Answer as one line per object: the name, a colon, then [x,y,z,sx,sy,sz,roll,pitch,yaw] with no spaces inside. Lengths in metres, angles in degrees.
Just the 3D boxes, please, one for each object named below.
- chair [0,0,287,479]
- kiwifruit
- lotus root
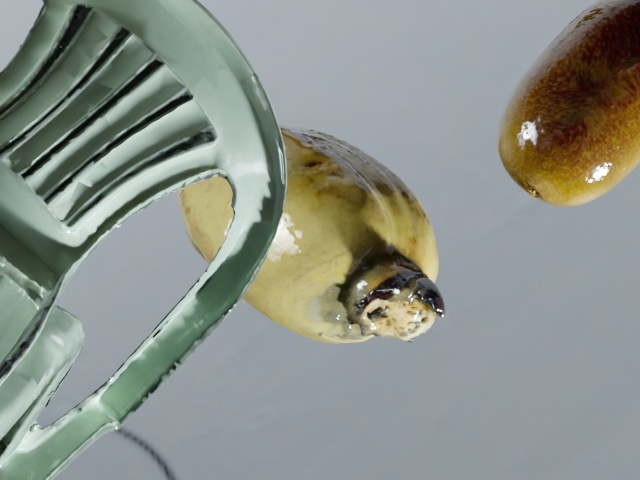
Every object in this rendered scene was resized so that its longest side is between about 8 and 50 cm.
chair: [-0.153,0.008,0.795,0.203,0.274,0.190,44,121,-3]
kiwifruit: [0.140,-0.071,0.971,0.124,0.075,0.075,-52,132,-14]
lotus root: [0.000,0.000,1.130,0.125,0.221,0.118,-16,132,-43]
